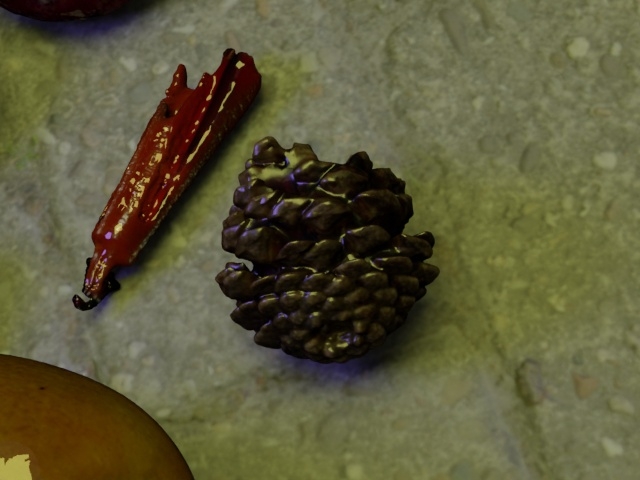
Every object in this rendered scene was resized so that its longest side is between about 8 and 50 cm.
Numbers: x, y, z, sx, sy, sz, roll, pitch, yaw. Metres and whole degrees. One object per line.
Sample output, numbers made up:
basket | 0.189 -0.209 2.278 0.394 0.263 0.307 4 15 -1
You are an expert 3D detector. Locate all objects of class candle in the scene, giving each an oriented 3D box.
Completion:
candle | -0.148 -0.059 1.535 0.084 0.059 0.302 16 66 28

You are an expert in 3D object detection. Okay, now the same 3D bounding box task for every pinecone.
pinecone | 0.005 0.003 1.412 0.184 0.179 0.204 13 45 -7

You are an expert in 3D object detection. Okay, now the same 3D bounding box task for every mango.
mango | -0.265 0.210 1.303 0.378 0.264 0.221 7 43 34

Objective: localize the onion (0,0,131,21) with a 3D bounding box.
onion | -0.259 -0.339 1.633 0.246 0.190 0.246 -6 74 21
